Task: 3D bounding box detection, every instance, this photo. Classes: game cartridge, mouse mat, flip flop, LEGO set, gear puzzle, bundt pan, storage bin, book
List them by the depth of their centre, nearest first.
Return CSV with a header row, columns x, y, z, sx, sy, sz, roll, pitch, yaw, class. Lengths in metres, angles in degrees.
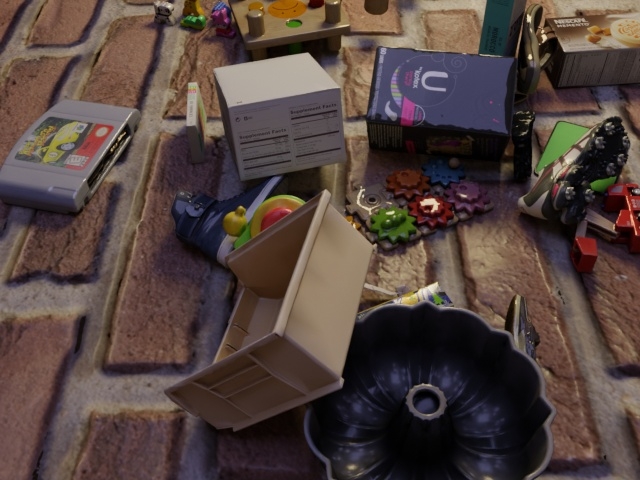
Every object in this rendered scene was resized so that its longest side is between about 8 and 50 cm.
x,y,z,sx,sy,sz,roll,pitch,yaw,class
0.139,0.249,0.938,0.330,0.124,0.331,-1,47,1,bundt pan
-0.069,0.105,0.977,0.260,0.123,0.262,-31,28,37,storage bin
0.140,-0.071,1.279,0.338,0.044,0.175,-21,51,-16,gear puzzle
0.523,-0.168,1.379,0.152,0.007,0.190,21,51,19,mouse mat
-0.511,-0.180,1.397,0.196,0.060,0.294,7,48,13,game cartridge
-0.257,-0.241,1.411,0.035,0.096,0.144,-5,48,-3,book
0.466,-0.406,1.476,0.080,0.112,0.277,6,44,10,flip flop
-0.306,-0.587,1.727,0.227,0.093,0.087,15,50,15,LEGO set

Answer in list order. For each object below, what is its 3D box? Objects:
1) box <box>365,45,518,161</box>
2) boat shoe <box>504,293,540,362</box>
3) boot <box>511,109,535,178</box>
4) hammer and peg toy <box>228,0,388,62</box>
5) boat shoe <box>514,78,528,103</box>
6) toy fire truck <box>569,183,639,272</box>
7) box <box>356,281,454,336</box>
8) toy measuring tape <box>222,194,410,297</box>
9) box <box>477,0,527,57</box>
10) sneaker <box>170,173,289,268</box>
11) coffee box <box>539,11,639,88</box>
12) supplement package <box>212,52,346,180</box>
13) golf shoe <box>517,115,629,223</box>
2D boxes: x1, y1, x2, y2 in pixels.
x,y,z,sx,sy,sz,roll,pitch,yaw,class
0.233,-0.264,1.349,0.270,0.143,0.165,7,77,7,box
0.313,0.155,1.068,0.049,0.056,0.152,9,58,4,boat shoe
0.392,-0.184,1.337,0.045,0.099,0.121,0,36,23,boot
-0.030,-0.561,1.674,0.361,0.127,0.266,-13,47,-10,hammer and peg toy
0.363,-0.295,1.464,0.190,0.068,0.072,-27,64,-21,boat shoe
0.508,-0.027,1.225,0.135,0.047,0.192,3,47,7,toy fire truck
0.123,0.128,1.090,0.168,0.059,0.054,-19,51,-15,box
0.000,0.000,1.148,0.330,0.121,0.121,16,50,2,toy measuring tape
0.392,-0.465,1.491,0.060,0.244,0.100,24,52,22,box
-0.171,-0.069,1.260,0.163,0.086,0.226,25,54,19,sneaker
0.632,-0.427,1.546,0.246,0.098,0.141,-4,48,-2,coffee box
-0.083,-0.246,1.330,0.203,0.145,0.262,-12,31,-9,supplement package
0.469,-0.139,1.275,0.273,0.105,0.120,-43,25,-26,golf shoe
